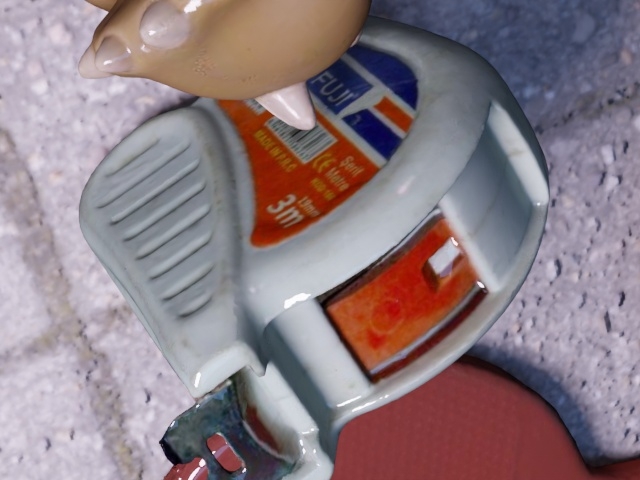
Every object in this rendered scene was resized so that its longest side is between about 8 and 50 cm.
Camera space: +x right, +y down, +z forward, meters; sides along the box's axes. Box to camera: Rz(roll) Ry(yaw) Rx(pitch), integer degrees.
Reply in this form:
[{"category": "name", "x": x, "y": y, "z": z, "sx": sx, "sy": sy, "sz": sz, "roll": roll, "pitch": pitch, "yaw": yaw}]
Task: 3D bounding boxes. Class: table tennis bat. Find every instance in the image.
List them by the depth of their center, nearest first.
[{"category": "table tennis bat", "x": 0.081, "y": 0.186, "z": 1.241, "sx": 0.415, "sy": 0.051, "sz": 0.268, "roll": -6, "pitch": 117, "yaw": -20}]

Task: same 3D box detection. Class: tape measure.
[{"category": "tape measure", "x": -0.001, "y": 0.000, "z": 0.997, "sx": 0.246, "sy": 0.243, "sz": 0.125, "roll": -34, "pitch": 123, "yaw": -5}]

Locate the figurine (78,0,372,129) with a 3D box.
[{"category": "figurine", "x": -0.071, "y": -0.165, "z": 0.930, "sx": 0.177, "sy": 0.173, "sz": 0.247, "roll": -37, "pitch": 123, "yaw": -3}]
